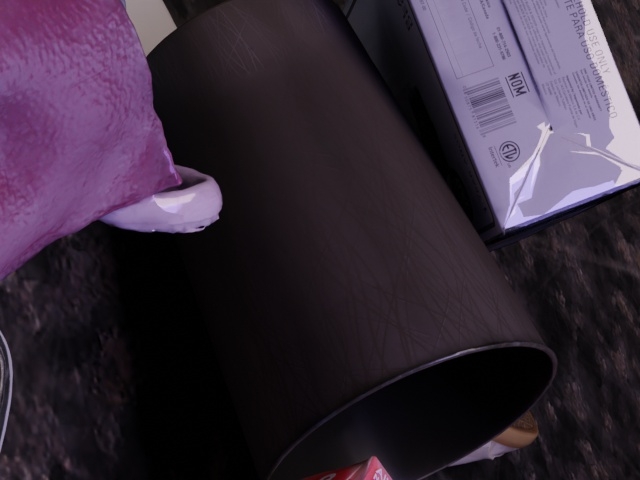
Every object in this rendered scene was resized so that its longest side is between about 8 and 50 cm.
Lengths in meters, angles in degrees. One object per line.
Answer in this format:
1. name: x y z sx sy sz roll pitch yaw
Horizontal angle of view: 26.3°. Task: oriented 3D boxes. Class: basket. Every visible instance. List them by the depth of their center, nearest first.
1. basket: 0.000 0.000 0.699 0.204 0.154 0.227 74 -8 -67

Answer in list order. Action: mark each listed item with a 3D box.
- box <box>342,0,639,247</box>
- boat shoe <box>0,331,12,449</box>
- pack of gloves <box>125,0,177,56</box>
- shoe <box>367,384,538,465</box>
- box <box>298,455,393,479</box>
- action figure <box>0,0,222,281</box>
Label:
1. box: 0.080 -0.077 0.804 0.290 0.087 0.169 130 -61 -80
2. boat shoe: -0.159 0.106 0.521 0.078 0.070 0.219 47 38 -28
3. pack of gloves: -0.143 -0.164 0.733 0.195 0.046 0.232 -26 93 -56
4. shoe: 0.066 0.101 0.866 0.219 0.058 0.077 23 35 -51
5. box: 0.026 0.265 0.612 0.300 0.154 0.142 55 35 -16
6. action figure: -0.200 0.029 0.443 0.276 0.248 0.370 66 24 -45
